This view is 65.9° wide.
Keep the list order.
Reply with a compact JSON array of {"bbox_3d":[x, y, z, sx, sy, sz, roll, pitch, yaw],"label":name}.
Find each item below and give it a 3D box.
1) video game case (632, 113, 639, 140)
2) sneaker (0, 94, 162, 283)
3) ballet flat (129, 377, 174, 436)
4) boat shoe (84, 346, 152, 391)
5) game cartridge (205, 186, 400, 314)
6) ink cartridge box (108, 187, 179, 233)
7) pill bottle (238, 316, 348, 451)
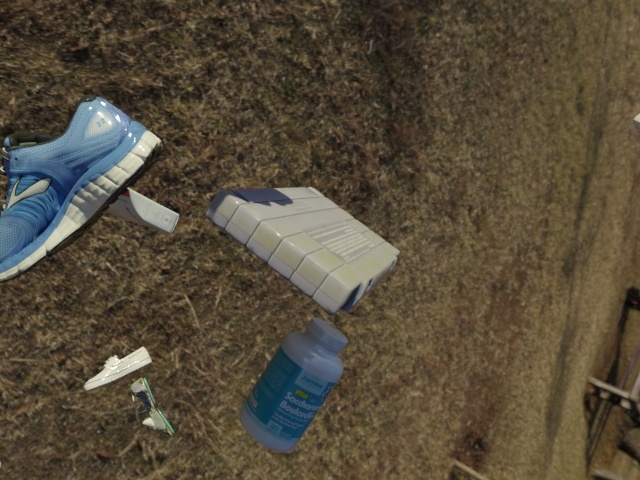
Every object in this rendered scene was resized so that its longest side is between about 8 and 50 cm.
[{"bbox_3d":[0.539,-0.084,0.701,0.022,0.190,0.173,-40,126,12],"label":"video game case"},{"bbox_3d":[-0.381,-0.072,0.691,0.330,0.130,0.147,-41,103,9],"label":"sneaker"},{"bbox_3d":[-0.293,0.293,0.846,0.041,0.041,0.114,-28,89,-42],"label":"ballet flat"},{"bbox_3d":[-0.308,0.191,0.744,0.100,0.035,0.035,-24,81,-29],"label":"boat shoe"},{"bbox_3d":[0.000,0.000,0.789,0.068,0.230,0.355,-52,169,17],"label":"game cartridge"},{"bbox_3d":[-0.450,-0.093,1.056,0.232,0.189,0.066,30,78,-58],"label":"ink cartridge box"},{"bbox_3d":[-0.049,0.297,1.046,0.146,0.146,0.264,26,97,-54],"label":"pill bottle"}]
